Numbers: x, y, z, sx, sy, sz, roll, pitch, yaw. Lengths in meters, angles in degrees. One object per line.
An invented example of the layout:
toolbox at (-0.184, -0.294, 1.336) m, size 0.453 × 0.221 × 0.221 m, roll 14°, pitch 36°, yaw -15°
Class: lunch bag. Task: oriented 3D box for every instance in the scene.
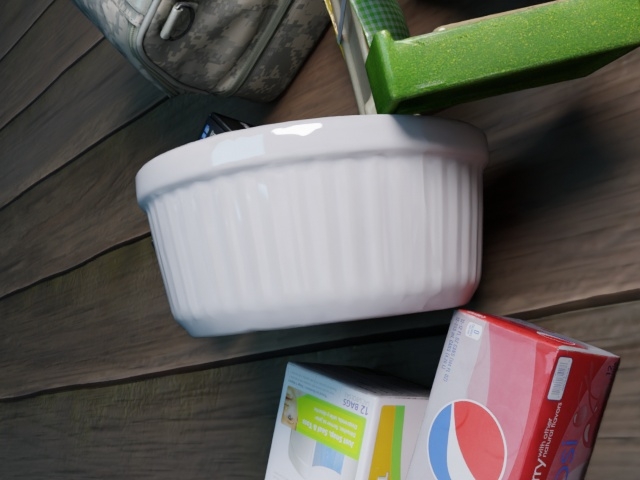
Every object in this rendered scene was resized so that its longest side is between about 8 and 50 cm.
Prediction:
lunch bag at (-0.167, -0.300, 0.765) m, size 0.305 × 0.256 × 0.212 m, roll 47°, pitch 115°, yaw 19°

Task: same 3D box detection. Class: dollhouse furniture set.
dollhouse furniture set at (0.088, -0.191, 0.556) m, size 0.301 × 0.151 × 0.197 m, roll -128°, pitch 24°, yaw -89°

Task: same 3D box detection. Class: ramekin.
ramekin at (0.000, 0.000, 0.564) m, size 0.273 × 0.273 × 0.127 m, roll -14°, pitch 81°, yaw 47°

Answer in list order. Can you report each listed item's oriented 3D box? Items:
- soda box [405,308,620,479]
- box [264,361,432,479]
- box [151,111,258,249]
soda box at (0.114, 0.187, 0.512) m, size 0.092 × 0.084 × 0.263 m, roll 19°, pitch 94°, yaw 49°
box at (0.025, 0.212, 0.592) m, size 0.114 × 0.103 × 0.203 m, roll 10°, pitch 88°, yaw 50°
box at (-0.100, -0.027, 0.816) m, size 0.147 × 0.078 × 0.180 m, roll 48°, pitch 116°, yaw 43°
